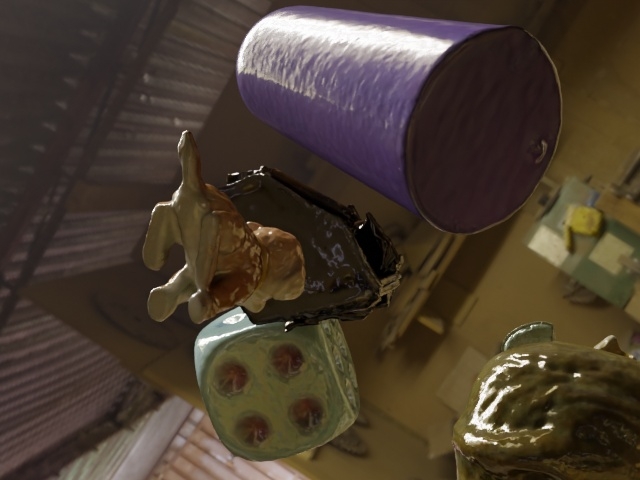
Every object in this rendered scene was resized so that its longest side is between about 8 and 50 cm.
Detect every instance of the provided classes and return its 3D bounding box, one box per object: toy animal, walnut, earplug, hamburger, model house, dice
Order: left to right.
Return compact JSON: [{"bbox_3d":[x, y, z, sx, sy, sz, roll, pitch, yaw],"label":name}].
[{"bbox_3d":[-0.080,-0.011,0.836,0.185,0.104,0.184,0,-84,-50],"label":"toy animal"},{"bbox_3d":[-0.081,0.260,1.640,0.262,0.268,0.264,-20,7,9],"label":"dice"},{"bbox_3d":[0.000,0.000,1.411,0.317,0.297,0.282,-16,-8,28],"label":"model house"},{"bbox_3d":[0.050,-0.179,0.987,0.215,0.456,0.215,-15,-62,-30],"label":"earplug"},{"bbox_3d":[0.335,0.189,1.316,0.054,0.084,0.121,-9,-82,-65],"label":"hamburger"},{"bbox_3d":[0.278,0.225,0.866,0.283,0.283,0.227,8,-95,-84],"label":"walnut"}]

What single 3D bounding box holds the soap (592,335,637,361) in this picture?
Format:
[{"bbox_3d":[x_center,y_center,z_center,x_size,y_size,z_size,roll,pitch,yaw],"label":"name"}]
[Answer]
[{"bbox_3d":[0.424,0.271,1.400,0.232,0.073,0.140,-33,-17,-29],"label":"soap"}]
